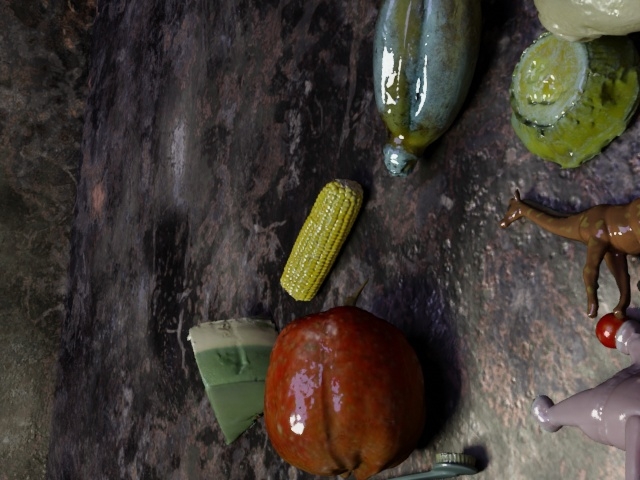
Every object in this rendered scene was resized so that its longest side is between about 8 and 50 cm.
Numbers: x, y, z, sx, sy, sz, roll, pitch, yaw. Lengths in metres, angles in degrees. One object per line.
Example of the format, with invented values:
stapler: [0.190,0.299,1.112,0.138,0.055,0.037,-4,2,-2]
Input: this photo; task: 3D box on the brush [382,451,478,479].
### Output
brush: [0.131,0.349,1.040,0.266,0.062,0.027,-37,39,49]

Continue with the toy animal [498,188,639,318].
toy animal: [0.317,-0.004,0.833,0.224,0.066,0.230,-31,40,36]

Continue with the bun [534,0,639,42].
bun: [0.347,-0.302,0.790,0.209,0.116,0.237,-21,33,20]

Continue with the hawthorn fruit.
hawthorn fruit: [0.031,0.228,1.045,0.258,0.258,0.262,-30,87,47]

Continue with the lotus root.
lotus root: [0.156,-0.256,1.060,0.158,0.140,0.322,20,119,30]

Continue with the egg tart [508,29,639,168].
egg tart: [0.306,-0.195,0.889,0.197,0.078,0.197,-21,65,52]

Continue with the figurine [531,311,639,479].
figurine: [0.346,0.164,0.688,0.287,0.176,0.186,-150,52,-65]

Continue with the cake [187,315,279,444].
cake: [-0.211,0.294,1.421,0.284,0.172,0.158,-54,42,35]

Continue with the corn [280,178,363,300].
corn: [0.000,0.000,1.263,0.081,0.081,0.248,52,124,45]
